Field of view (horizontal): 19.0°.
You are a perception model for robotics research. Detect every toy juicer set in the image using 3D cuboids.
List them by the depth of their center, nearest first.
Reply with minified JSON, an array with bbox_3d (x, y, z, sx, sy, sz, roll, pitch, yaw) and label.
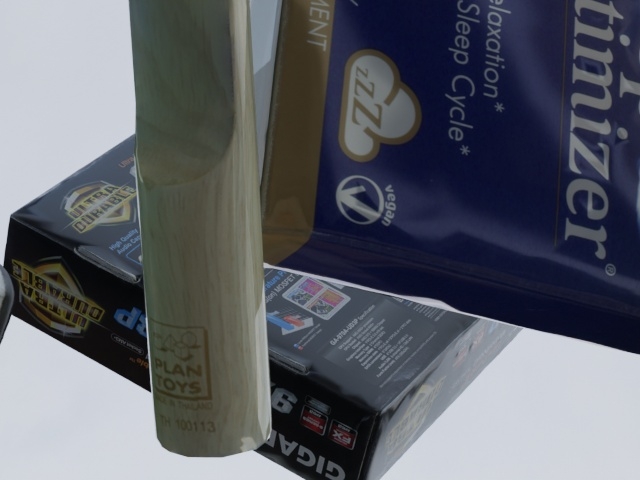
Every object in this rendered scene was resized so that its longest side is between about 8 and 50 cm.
[{"bbox_3d":[-0.134,0.028,0.437,0.329,0.089,0.209,-22,-74,8],"label":"toy juicer set"}]

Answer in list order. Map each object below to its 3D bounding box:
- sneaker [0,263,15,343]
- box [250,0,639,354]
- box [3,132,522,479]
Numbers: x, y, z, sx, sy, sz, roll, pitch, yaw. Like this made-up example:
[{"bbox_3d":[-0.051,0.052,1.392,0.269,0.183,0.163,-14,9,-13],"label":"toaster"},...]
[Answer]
[{"bbox_3d":[-0.218,0.013,0.666,0.127,0.182,0.316,-31,-101,42],"label":"sneaker"},{"bbox_3d":[0.087,-0.036,0.548,0.225,0.036,0.136,14,-113,-22],"label":"box"},{"bbox_3d":[0.000,0.000,0.815,0.175,0.220,0.051,27,-53,19],"label":"box"}]
